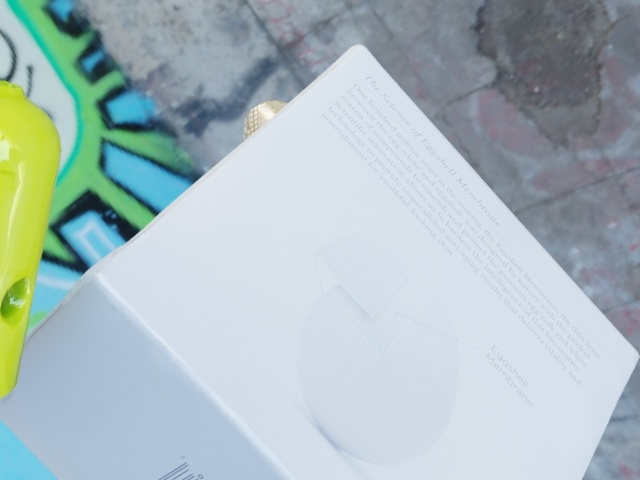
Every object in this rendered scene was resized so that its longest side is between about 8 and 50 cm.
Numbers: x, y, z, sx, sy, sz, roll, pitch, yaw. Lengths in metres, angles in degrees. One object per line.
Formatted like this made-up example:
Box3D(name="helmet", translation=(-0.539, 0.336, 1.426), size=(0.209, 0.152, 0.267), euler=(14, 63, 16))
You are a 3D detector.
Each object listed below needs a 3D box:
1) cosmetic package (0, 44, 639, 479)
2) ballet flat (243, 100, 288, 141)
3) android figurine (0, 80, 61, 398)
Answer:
Box3D(name="cosmetic package", translation=(0.006, 0.064, 0.541), size=(0.224, 0.225, 0.138), euler=(48, 135, -4))
Box3D(name="ballet flat", translation=(0.000, 0.000, 0.759), size=(0.073, 0.067, 0.206), euler=(-31, 91, 31))
Box3D(name="android figurine", translation=(-0.202, -0.034, 0.360), size=(0.248, 0.056, 0.273), euler=(15, 99, 14))
